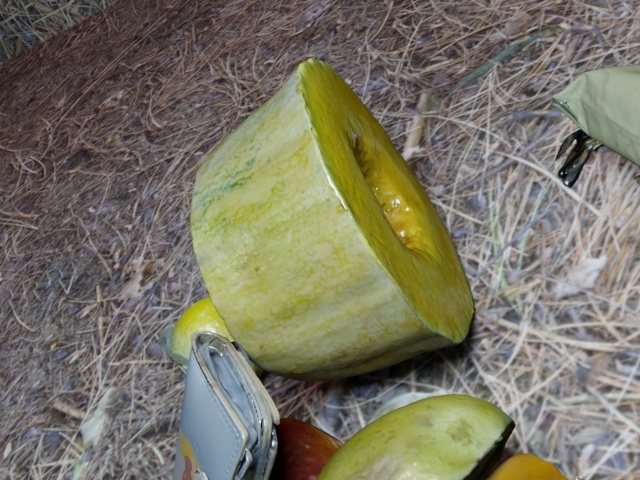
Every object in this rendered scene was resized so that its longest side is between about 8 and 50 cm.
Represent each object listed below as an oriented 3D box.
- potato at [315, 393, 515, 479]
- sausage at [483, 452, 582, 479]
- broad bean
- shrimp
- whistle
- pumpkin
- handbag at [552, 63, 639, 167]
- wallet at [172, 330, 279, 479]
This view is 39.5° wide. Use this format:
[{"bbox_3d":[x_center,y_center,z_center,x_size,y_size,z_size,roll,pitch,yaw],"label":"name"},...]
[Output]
[{"bbox_3d":[0.042,0.223,0.726,0.111,0.160,0.271,35,74,23],"label":"potato"},{"bbox_3d":[0.094,0.306,0.656,0.328,0.112,0.112,-48,35,-16],"label":"sausage"},{"bbox_3d":[-0.016,0.244,0.853,0.114,0.084,0.165,-42,35,28],"label":"broad bean"},{"bbox_3d":[0.337,-0.089,0.993,0.152,0.046,0.219,-16,33,24],"label":"shrimp"},{"bbox_3d":[-0.134,0.123,1.094,0.123,0.123,0.223,-52,21,-24],"label":"whistle"},{"bbox_3d":[0.000,0.000,0.939,0.199,0.332,0.332,-31,33,16],"label":"pumpkin"},{"bbox_3d":[0.404,-0.115,0.834,0.253,0.109,0.316,-10,22,-10],"label":"handbag"},{"bbox_3d":[-0.097,0.222,0.861,0.069,0.231,0.170,-1,32,-25],"label":"wallet"}]
